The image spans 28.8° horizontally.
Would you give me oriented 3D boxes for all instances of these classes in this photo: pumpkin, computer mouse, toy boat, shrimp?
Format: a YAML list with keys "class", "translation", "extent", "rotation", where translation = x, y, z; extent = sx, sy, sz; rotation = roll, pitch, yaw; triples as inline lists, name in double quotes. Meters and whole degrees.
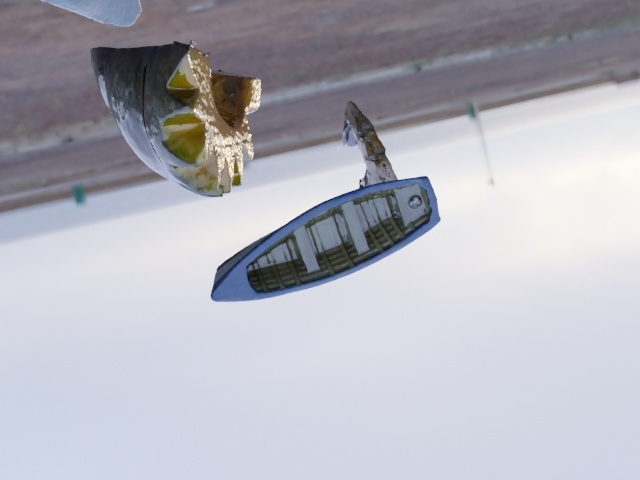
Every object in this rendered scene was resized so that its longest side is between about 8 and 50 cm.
- class: "pumpkin"
  translation: [-0.148, -0.109, 1.140]
  extent: [0.149, 0.130, 0.254]
  rotation: [5, -176, 9]
- class: "computer mouse"
  translation: [-0.369, -0.399, 1.758]
  extent: [0.122, 0.188, 0.371]
  rotation: [-57, 167, 8]
- class: "toy boat"
  translation: [0.000, 0.000, 1.148]
  extent: [0.229, 0.080, 0.046]
  rotation: [-24, -151, -8]
- class: "shrimp"
  translation: [0.063, -0.102, 1.684]
  extent: [0.058, 0.173, 0.253]
  rotation: [-23, 180, -5]
